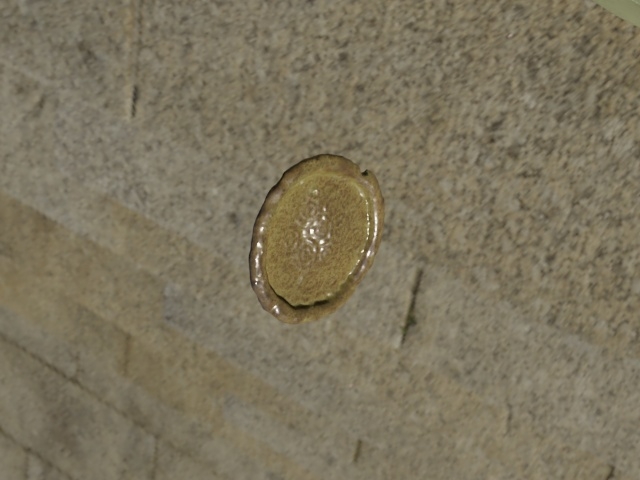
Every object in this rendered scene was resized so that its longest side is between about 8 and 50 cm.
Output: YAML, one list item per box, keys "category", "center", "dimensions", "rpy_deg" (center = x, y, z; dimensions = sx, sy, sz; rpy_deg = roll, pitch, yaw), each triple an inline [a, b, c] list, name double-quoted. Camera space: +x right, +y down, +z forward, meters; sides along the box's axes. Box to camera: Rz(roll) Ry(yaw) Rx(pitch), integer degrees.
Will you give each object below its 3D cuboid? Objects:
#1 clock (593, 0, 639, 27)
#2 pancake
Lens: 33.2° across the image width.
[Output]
- category: "clock"
  center: [0.254, -0.207, 0.788]
  dimensions: [0.235, 0.235, 0.029]
  rpy_deg: [30, 88, 19]
- category: "pancake"
  center: [-0.001, -0.001, 1.158]
  dimensions: [0.021, 0.199, 0.199]
  rpy_deg: [30, 131, 44]
